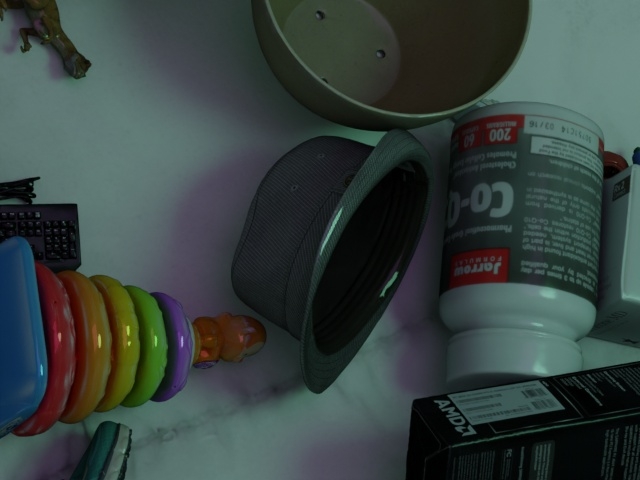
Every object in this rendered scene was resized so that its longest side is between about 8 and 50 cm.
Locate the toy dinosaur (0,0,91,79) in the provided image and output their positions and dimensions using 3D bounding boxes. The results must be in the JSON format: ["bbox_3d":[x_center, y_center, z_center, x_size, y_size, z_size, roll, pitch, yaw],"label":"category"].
[{"bbox_3d":[-0.293,-0.257,1.753,0.112,0.064,0.212,-13,87,-40],"label":"toy dinosaur"}]

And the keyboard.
[{"bbox_3d":[-0.327,-0.016,1.672,0.192,0.038,0.100,-2,75,-20],"label":"keyboard"}]

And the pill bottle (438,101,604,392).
[{"bbox_3d":[0.204,0.016,1.771,0.161,0.161,0.283,11,70,-15],"label":"pill bottle"}]

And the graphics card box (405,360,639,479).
[{"bbox_3d":[0.262,0.243,1.695,0.371,0.094,0.233,-9,120,-21],"label":"graphics card box"}]

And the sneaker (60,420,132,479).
[{"bbox_3d":[-0.264,0.270,1.576,0.110,0.107,0.275,33,66,4],"label":"sneaker"}]

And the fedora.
[{"bbox_3d":[0.000,0.000,1.702,0.124,0.244,0.275,23,66,21],"label":"fedora"}]

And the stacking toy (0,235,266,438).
[{"bbox_3d":[-0.184,0.099,1.642,0.301,0.175,0.166,1,68,-32],"label":"stacking toy"}]

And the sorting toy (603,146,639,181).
[{"bbox_3d":[0.339,-0.074,1.909,0.102,0.061,0.042,27,33,-16],"label":"sorting toy"}]

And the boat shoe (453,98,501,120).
[{"bbox_3d":[0.186,-0.136,1.885,0.100,0.035,0.035,21,41,-7],"label":"boat shoe"}]

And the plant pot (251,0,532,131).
[{"bbox_3d":[0.049,-0.229,1.777,0.284,0.191,0.284,5,73,-17],"label":"plant pot"}]

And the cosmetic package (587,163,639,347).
[{"bbox_3d":[0.370,0.027,1.829,0.183,0.151,0.151,12,71,-14],"label":"cosmetic package"}]
